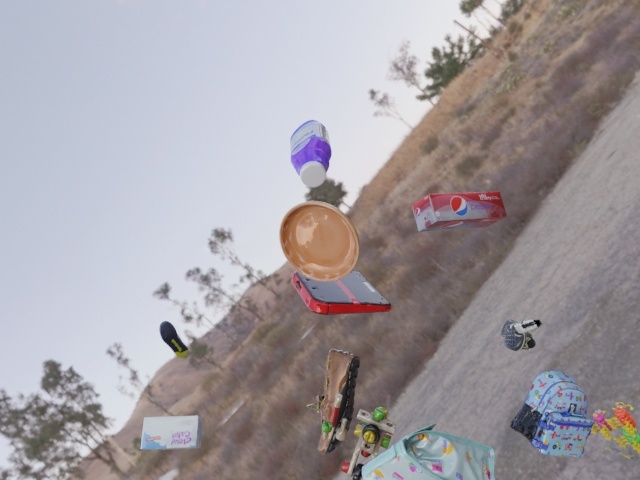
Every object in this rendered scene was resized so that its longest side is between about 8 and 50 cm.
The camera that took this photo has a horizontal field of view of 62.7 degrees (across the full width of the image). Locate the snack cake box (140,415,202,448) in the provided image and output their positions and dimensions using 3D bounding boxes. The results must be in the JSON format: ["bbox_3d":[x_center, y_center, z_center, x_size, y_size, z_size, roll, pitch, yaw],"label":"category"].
[{"bbox_3d":[-0.441,0.583,1.586,0.264,0.152,0.089,112,159,-66],"label":"snack cake box"}]

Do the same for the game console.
[{"bbox_3d":[0.076,0.216,2.237,0.386,0.342,0.060,-133,50,-65],"label":"game console"}]

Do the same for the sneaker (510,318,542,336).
[{"bbox_3d":[0.572,0.237,1.463,0.109,0.040,0.043,-6,-30,-35],"label":"sneaker"}]

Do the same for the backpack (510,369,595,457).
[{"bbox_3d":[0.559,0.402,1.235,0.117,0.158,0.173,-143,71,-70],"label":"backpack"}]

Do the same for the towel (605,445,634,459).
[{"bbox_3d":[1.017,0.721,1.784,0.060,0.083,0.009,20,-93,-47],"label":"towel"}]

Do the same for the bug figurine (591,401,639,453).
[{"bbox_3d":[0.941,0.584,1.727,0.072,0.216,0.279,-44,15,-13],"label":"bug figurine"}]

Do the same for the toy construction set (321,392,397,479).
[{"bbox_3d":[0.147,0.604,1.723,0.257,0.309,0.237,-12,-61,-44],"label":"toy construction set"}]

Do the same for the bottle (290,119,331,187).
[{"bbox_3d":[-0.027,-0.240,1.459,0.118,0.092,0.283,-38,27,20],"label":"bottle"}]

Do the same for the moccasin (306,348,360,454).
[{"bbox_3d":[0.042,0.598,1.956,0.139,0.147,0.379,8,-90,-61],"label":"moccasin"}]

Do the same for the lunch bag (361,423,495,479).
[{"bbox_3d":[0.257,0.561,1.286,0.223,0.262,0.160,124,164,-45],"label":"lunch bag"}]

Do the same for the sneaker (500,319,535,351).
[{"bbox_3d":[0.638,0.303,1.657,0.084,0.097,0.235,-66,-11,10],"label":"sneaker"}]

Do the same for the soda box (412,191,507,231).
[{"bbox_3d":[0.399,-0.084,1.501,0.263,0.083,0.092,-5,-17,-27],"label":"soda box"}]

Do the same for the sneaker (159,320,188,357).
[{"bbox_3d":[-0.491,0.322,1.731,0.053,0.144,0.059,-32,28,-20],"label":"sneaker"}]

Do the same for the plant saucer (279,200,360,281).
[{"bbox_3d":[0.000,0.000,1.212,0.200,0.200,0.037,-55,-6,33],"label":"plant saucer"}]
